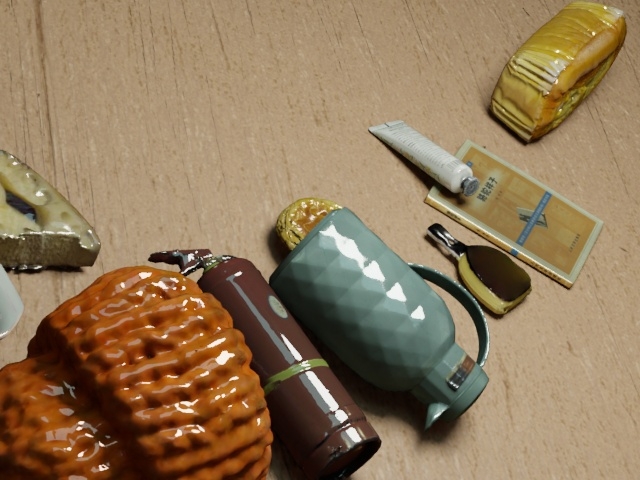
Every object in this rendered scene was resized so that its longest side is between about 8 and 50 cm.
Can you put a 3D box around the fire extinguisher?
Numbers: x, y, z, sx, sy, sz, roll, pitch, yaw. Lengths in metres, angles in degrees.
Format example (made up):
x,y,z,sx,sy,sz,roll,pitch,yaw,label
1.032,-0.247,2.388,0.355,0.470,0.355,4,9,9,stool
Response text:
x,y,z,sx,sy,sz,roll,pitch,yaw,label
-0.074,0.133,1.768,0.141,0.105,0.341,-18,60,-40,fire extinguisher

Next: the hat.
x,y,z,sx,sy,sz,roll,pitch,yaw,label
-0.257,0.194,1.502,0.400,0.285,0.285,-21,60,-36,hat

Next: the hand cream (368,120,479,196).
x,y,z,sx,sy,sz,roll,pitch,yaw,label
0.153,-0.122,2.184,0.067,0.042,0.194,-21,43,-33,hand cream

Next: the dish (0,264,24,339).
x,y,z,sx,sy,sz,roll,pitch,yaw,label
-0.444,0.082,1.662,0.234,0.064,0.154,-14,55,-35,dish

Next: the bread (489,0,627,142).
x,y,z,sx,sy,sz,roll,pitch,yaw,label
0.374,-0.272,2.379,0.119,0.152,0.288,32,41,14,bread

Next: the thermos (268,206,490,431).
x,y,z,sx,sy,sz,roll,pitch,yaw,label
0.089,0.092,1.859,0.286,0.145,0.182,42,58,2,thermos

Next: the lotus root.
x,y,z,sx,sy,sz,roll,pitch,yaw,label
-0.407,-0.039,1.801,0.261,0.074,0.170,-1,46,-29,lotus root

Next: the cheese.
x,y,z,sx,sy,sz,roll,pitch,yaw,label
0.210,0.031,2.071,0.162,0.036,0.086,42,46,17,cheese

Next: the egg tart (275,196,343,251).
x,y,z,sx,sy,sz,roll,pitch,yaw,label
0.000,0.000,1.983,0.130,0.052,0.130,16,41,-14,egg tart

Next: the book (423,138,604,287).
x,y,z,sx,sy,sz,roll,pitch,yaw,label
0.285,-0.042,2.198,0.242,0.018,0.170,31,42,5,book
